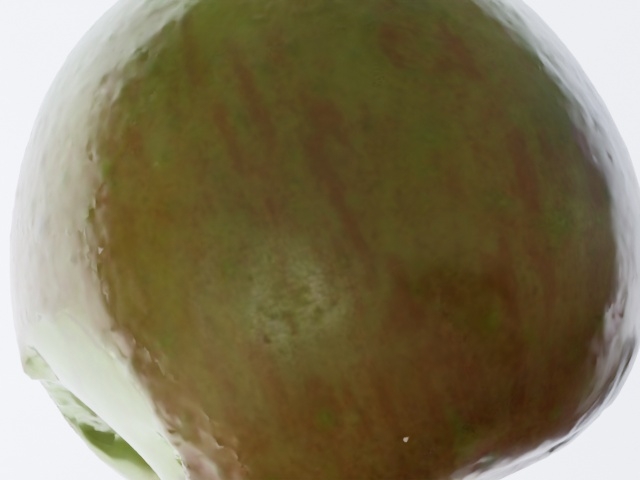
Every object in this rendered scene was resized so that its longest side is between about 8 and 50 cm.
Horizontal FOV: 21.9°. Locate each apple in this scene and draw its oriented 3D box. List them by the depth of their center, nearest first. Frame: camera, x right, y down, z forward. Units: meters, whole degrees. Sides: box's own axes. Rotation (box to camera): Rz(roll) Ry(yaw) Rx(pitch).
[{"bbox_3d":[0.000,0.000,0.872,0.340,0.339,0.339,11,-125,-15],"label":"apple"}]
